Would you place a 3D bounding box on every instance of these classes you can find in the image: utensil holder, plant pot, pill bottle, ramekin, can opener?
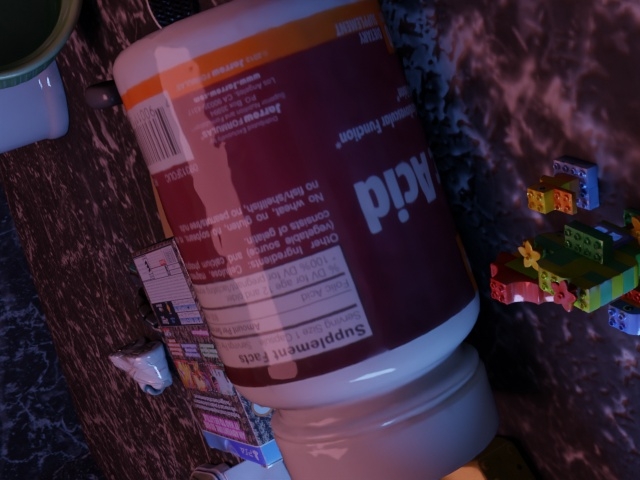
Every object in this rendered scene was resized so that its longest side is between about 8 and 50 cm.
[{"bbox_3d":[-0.749,-0.305,1.824,0.327,0.385,0.327,46,148,40],"label":"utensil holder"},{"bbox_3d":[0.151,0.226,0.837,0.081,0.081,0.083,59,145,16],"label":"plant pot"},{"bbox_3d":[0.000,0.000,0.764,0.224,0.224,0.392,-3,109,64],"label":"pill bottle"},{"bbox_3d":[-0.527,-0.380,1.426,0.303,0.303,0.148,68,163,-3],"label":"ramekin"},{"bbox_3d":[-0.241,-0.201,1.250,0.280,0.093,0.074,-1,110,59],"label":"can opener"}]

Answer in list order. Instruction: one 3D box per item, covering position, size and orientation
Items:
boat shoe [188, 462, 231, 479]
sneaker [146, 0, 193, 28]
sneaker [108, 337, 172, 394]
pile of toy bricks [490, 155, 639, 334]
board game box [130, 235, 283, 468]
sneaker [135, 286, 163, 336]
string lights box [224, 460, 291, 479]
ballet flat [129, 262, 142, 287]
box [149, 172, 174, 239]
[{"bbox_3d":[-0.240,0.514,1.864,0.109,0.094,0.302,61,155,12],"label":"boat shoe"},{"bbox_3d":[-0.194,-0.326,1.091,0.075,0.057,0.161,-139,30,-74],"label":"sneaker"},{"bbox_3d":[-0.378,0.275,1.946,0.232,0.090,0.115,-2,113,65],"label":"sneaker"},{"bbox_3d":[0.176,0.014,0.558,0.212,0.105,0.118,28,136,54],"label":"pile of toy bricks"},{"bbox_3d":[-0.103,0.116,1.173,0.232,0.141,0.291,-12,100,65],"label":"board game box"},{"bbox_3d":[-0.188,0.147,1.404,0.267,0.101,0.106,33,151,36],"label":"sneaker"},{"bbox_3d":[-0.053,0.358,1.262,0.133,0.077,0.259,61,177,13],"label":"string lights box"},{"bbox_3d":[-0.274,0.074,1.580,0.203,0.074,0.074,13,123,62],"label":"ballet flat"},{"bbox_3d":[-0.200,-0.015,1.403,0.201,0.021,0.164,38,143,46],"label":"box"}]
